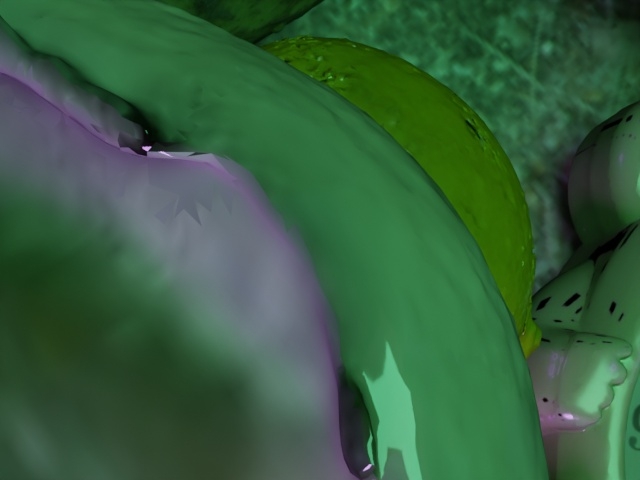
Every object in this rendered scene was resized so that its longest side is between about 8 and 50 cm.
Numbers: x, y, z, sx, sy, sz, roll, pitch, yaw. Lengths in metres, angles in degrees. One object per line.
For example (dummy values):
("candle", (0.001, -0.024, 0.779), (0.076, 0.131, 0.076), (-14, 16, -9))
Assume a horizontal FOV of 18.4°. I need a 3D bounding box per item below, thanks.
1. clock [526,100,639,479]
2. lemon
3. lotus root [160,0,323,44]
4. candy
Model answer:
("clock", (0.210, 0.102, 0.921), (0.284, 0.114, 0.310), (16, 74, -13))
("lemon", (0.000, 0.000, 0.833), (0.206, 0.173, 0.173), (33, 70, -35))
("lotus root", (-0.037, -0.190, 0.876), (0.309, 0.173, 0.173), (-39, 93, -27))
("candy", (-0.090, 0.087, 0.693), (0.186, 0.427, 0.386), (-3, 124, -43))
